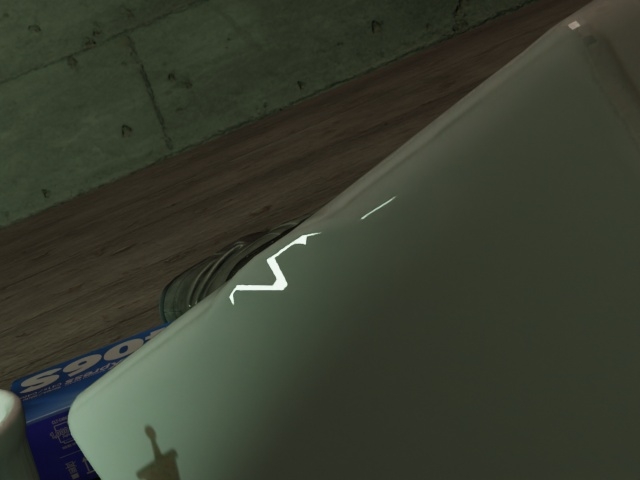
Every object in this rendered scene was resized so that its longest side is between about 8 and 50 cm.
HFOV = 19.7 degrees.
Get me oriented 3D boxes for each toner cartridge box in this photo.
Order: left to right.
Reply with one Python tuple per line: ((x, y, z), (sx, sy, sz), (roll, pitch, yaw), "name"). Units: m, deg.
((-0.115, 0.122, 1.693), (0.347, 0.075, 0.165), (-21, 14, -1), "toner cartridge box")

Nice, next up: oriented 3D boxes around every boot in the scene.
((0.000, 0.000, 1.952), (0.338, 0.118, 0.222), (-22, 7, -25), "boot")

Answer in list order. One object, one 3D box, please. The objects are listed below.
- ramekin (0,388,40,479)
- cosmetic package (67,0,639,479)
((-0.340, 0.235, 1.441), (0.277, 0.135, 0.277), (-20, 12, 5), "ramekin")
((0.188, 0.059, 0.735), (0.393, 0.327, 0.329), (-32, -3, -42), "cosmetic package")
